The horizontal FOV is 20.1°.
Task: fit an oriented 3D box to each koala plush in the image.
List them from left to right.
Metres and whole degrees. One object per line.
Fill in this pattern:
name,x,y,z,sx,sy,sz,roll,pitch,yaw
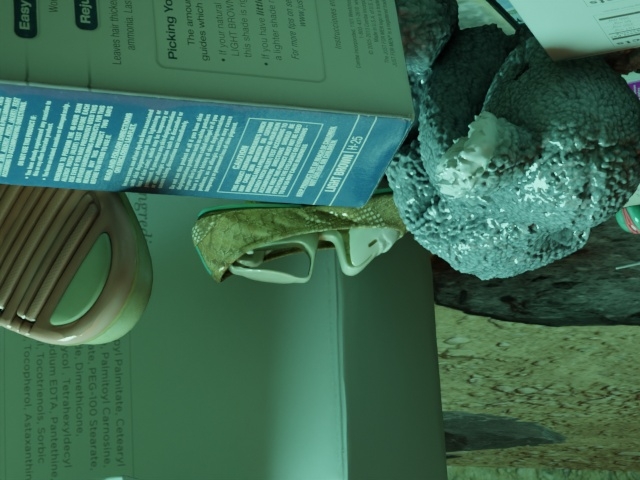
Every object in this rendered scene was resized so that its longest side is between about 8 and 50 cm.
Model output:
koala plush,0.140,-0.063,1.130,0.196,0.203,0.221,1,-172,-14

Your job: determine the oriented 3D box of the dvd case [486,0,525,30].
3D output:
dvd case,0.191,-0.189,1.212,0.180,0.022,0.253,-8,163,24

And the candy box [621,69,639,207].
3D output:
candy box,0.301,-0.091,1.478,0.233,0.071,0.159,-11,162,29

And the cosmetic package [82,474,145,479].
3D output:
cosmetic package,-0.179,0.284,1.531,0.284,0.097,0.377,-13,159,26

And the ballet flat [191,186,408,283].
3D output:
ballet flat,0.000,0.000,1.467,0.206,0.067,0.073,-8,163,-5

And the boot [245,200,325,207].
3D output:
boot,-0.086,-0.080,1.449,0.262,0.095,0.203,-6,165,2

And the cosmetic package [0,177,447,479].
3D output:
cosmetic package,-0.116,0.116,1.703,0.394,0.327,0.329,-8,163,17

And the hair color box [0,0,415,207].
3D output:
hair color box,-0.130,-0.127,1.088,0.347,0.174,0.105,4,146,-18

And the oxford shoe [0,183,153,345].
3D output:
oxford shoe,-0.194,-0.031,1.240,0.146,0.140,0.397,31,-173,-39

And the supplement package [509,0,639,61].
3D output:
supplement package,0.150,-0.203,0.942,0.134,0.139,0.244,-9,162,19

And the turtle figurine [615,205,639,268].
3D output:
turtle figurine,0.350,-0.032,1.599,0.234,0.118,0.175,-24,-174,20
